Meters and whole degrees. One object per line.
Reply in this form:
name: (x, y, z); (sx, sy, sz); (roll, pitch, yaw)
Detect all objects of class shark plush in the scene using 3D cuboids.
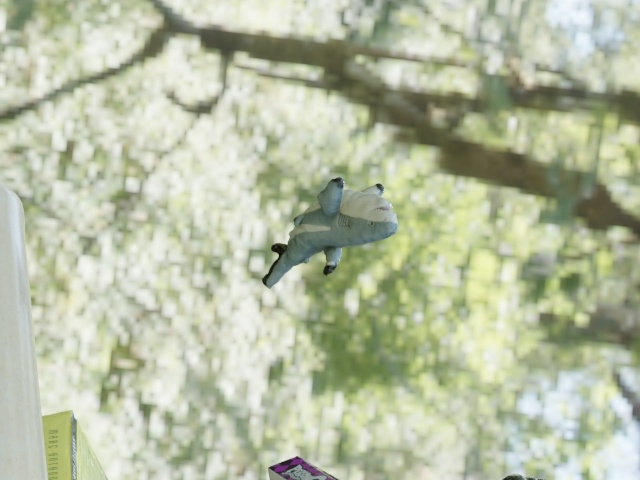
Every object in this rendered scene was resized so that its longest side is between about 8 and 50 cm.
shark plush: (0.000, 0.000, 1.661); (0.073, 0.161, 0.067); (19, 46, -61)

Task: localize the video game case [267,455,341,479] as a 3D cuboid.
video game case: (0.031, 0.333, 1.611); (0.210, 0.041, 0.232); (22, -55, 59)

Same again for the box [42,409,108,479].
box: (-0.201, 0.237, 1.470); (0.232, 0.058, 0.087); (74, 8, -54)

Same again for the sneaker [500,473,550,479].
sneaker: (0.189, 0.342, 1.603); (0.104, 0.146, 0.296); (123, -16, -55)

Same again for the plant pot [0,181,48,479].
plant pot: (-0.312, 0.112, 1.181); (0.334, 0.333, 0.306); (117, -26, -72)
